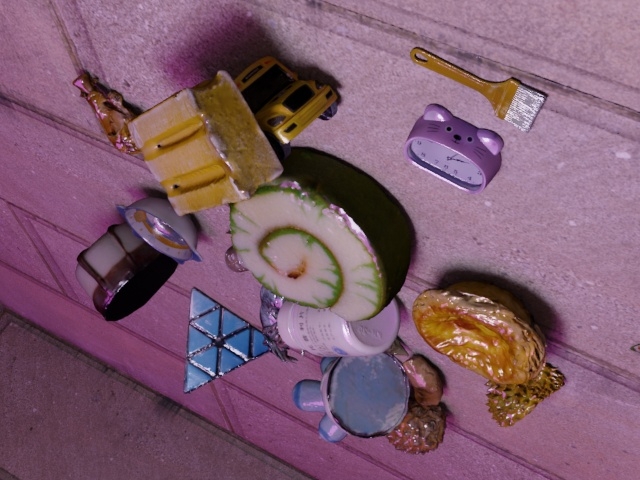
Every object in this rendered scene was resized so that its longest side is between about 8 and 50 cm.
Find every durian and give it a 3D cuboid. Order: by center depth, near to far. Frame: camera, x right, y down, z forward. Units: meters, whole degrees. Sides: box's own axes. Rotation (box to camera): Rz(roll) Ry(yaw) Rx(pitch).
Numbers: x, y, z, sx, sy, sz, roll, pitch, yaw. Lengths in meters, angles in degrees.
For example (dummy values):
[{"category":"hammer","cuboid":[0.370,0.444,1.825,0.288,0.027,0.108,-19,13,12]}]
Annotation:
[{"category":"durian","cuboid":[0.426,0.319,1.792,0.132,0.165,0.182,-1,-172,-17]}]

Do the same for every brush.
[{"category":"brush","cuboid":[0.219,-0.225,1.192,0.205,0.011,0.083,29,154,11]}]

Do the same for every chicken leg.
[{"category":"chicken leg","cuboid":[-0.445,-0.269,1.776,0.207,0.085,0.101,48,-175,-14]}]

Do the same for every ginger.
[{"category":"ginger","cuboid":[0.254,0.345,2.039,0.095,0.069,0.190,12,146,28]}]

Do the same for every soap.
[{"category":"soap","cuboid":[-0.200,-0.153,1.386,0.199,0.091,0.315,61,154,-11]}]

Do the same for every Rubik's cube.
[{"category":"Rubik's cube","cuboid":[-0.303,0.307,2.511,0.229,0.228,0.233,8,-142,-41]}]

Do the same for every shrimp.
[{"category":"shrimp","cuboid":[-0.098,0.240,2.145,0.137,0.172,0.372,14,141,24]}]

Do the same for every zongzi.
[{"category":"zongzi","cuboid":[0.128,0.245,2.037,0.130,0.062,0.154,34,162,-28]}]

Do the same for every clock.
[{"category":"clock","cuboid":[0.206,-0.141,1.300,0.153,0.050,0.110,28,153,10]}]

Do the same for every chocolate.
[{"category":"chocolate","cuboid":[-0.544,0.064,2.283,0.186,0.283,0.283,45,156,12]}]

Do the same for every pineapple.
[{"category":"pineapple","cuboid":[0.241,0.486,2.194,0.166,0.166,0.193,41,153,-15]}]

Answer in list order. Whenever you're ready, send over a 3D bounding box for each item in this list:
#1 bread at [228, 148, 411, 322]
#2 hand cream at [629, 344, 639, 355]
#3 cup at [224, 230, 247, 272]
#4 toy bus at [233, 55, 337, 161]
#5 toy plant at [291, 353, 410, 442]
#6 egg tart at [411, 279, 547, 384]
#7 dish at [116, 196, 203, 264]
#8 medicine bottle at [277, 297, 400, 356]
[{"category":"bread","cuboid":[0.000,0.000,1.637,0.382,0.129,0.366,47,142,-9]},{"category":"hand cream","cuboid":[0.598,0.188,1.445,0.057,0.037,0.165,33,159,3]},{"category":"cup","cuboid":[-0.193,0.030,2.002,0.102,0.074,0.099,43,152,-17]},{"category":"toy bus","cuboid":[-0.118,-0.210,1.440,0.151,0.145,0.331,53,151,-14]},{"category":"toy plant","cuboid":[0.061,0.407,2.197,0.247,0.247,0.332,39,157,-10]},{"category":"egg tart","cuboid":[0.315,0.164,1.622,0.295,0.116,0.295,25,154,13]},{"category":"dish","cuboid":[-0.386,-0.043,2.083,0.236,0.086,0.228,43,153,-19]},{"category":"medicine bottle","cuboid":[0.033,0.180,1.900,0.170,0.170,0.293,45,152,-22]}]
